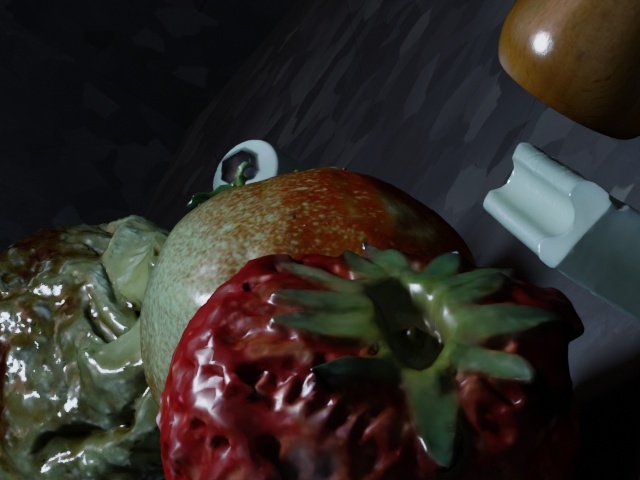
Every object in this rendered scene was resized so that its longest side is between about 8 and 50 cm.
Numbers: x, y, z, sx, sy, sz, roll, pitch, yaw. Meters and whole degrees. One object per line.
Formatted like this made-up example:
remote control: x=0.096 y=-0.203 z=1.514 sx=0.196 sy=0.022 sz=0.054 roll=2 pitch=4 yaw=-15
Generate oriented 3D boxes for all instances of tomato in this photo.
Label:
tomato: x=0.002 y=0.087 z=1.670 sx=0.303 sy=0.303 sz=0.239 roll=-56 pitch=28 yaw=9

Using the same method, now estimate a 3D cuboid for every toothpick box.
toothpick box: x=0.270 y=-0.236 z=1.564 sx=0.294 sy=0.192 sz=0.192 roll=-59 pitch=11 yaw=19

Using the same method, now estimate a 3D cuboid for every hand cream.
hand cream: x=0.000 y=0.000 z=1.866 sx=0.067 sy=0.320 sz=0.109 roll=21 pitch=78 yaw=35

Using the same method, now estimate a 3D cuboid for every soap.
soap: x=0.197 y=-0.003 z=1.414 sx=0.066 sy=0.119 sz=0.198 roll=-59 pitch=12 yaw=6

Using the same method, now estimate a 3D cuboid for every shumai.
shumai: x=-0.158 y=0.112 z=1.975 sx=0.348 sy=0.395 sz=0.395 roll=-37 pitch=23 yaw=46

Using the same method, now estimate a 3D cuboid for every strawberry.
strawberry: x=0.023 y=0.165 z=1.362 sx=0.292 sy=0.291 sz=0.310 roll=-90 pitch=8 yaw=-68
